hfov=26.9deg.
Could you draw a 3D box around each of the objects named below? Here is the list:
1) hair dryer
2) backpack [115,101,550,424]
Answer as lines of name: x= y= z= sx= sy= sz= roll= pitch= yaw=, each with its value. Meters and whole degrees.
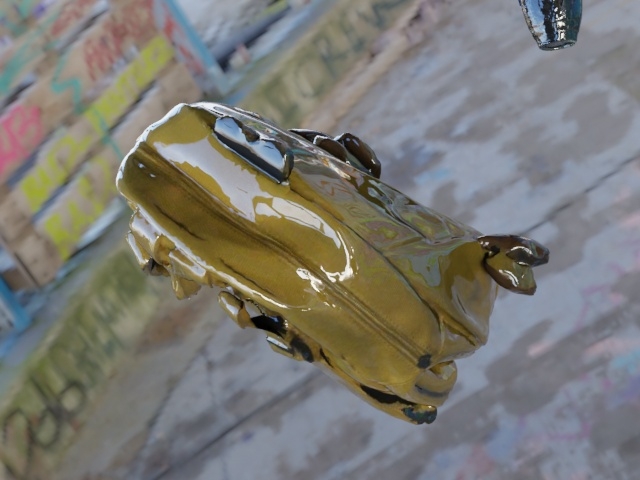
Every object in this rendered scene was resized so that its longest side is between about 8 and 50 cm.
hair dryer: x=0.240 y=-0.317 z=1.453 sx=0.075 sy=0.196 sz=0.219 roll=-9 pitch=-5 yaw=13
backpack: x=-0.002 y=0.006 z=1.186 sx=0.353 sy=0.378 sz=0.201 roll=30 pitch=91 yaw=23
